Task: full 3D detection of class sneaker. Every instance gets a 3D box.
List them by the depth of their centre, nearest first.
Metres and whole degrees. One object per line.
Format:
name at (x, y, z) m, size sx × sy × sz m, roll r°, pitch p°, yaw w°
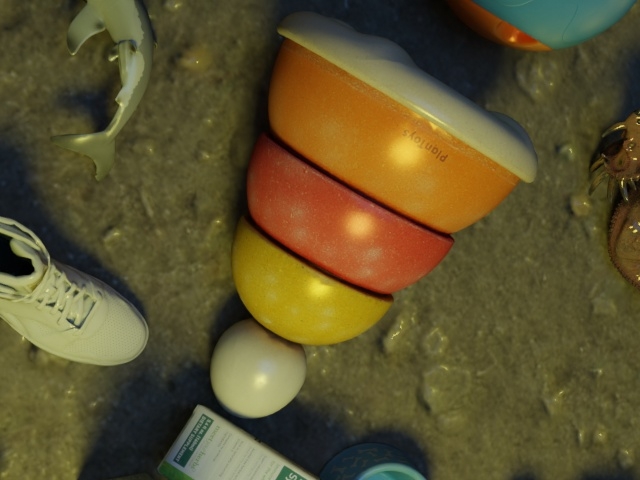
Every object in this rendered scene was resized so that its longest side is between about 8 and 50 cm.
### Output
sneaker at (-0.313, 0.061, 1.234) m, size 0.292 × 0.169 × 0.108 m, roll 31°, pitch 78°, yaw -18°

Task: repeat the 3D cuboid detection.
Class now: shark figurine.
shark figurine at (-0.229, -0.220, 1.309) m, size 0.166 × 0.116 × 0.278 m, roll -8°, pitch 83°, yaw 14°

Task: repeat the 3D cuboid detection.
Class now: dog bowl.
dog bowl at (0.066, 0.414, 1.413) m, size 0.166 × 0.074 × 0.297 m, roll 10°, pitch 86°, yaw -19°

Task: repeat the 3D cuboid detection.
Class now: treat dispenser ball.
treat dispenser ball at (0.280, -0.384, 1.388) m, size 0.288 × 0.288 × 0.288 m, roll 0°, pitch 89°, yaw -20°

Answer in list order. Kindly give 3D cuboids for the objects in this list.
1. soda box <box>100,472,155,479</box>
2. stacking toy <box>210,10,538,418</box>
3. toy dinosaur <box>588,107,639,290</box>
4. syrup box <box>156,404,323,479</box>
soda box at (-0.198, 0.336, 1.207) m, size 0.091 × 0.286 × 0.098 m, roll -7°, pitch 92°, yaw -21°
stacking toy at (0.000, 0.000, 1.317) m, size 0.351 × 0.350 × 0.480 m, roll 30°, pitch 97°, yaw -17°
toy dinosaur at (0.456, -0.036, 1.540) m, size 0.200 × 0.127 × 0.295 m, roll 8°, pitch 99°, yaw -12°
syrup box at (-0.069, 0.299, 1.317) m, size 0.237 × 0.096 × 0.093 m, roll 32°, pitch 81°, yaw 5°
